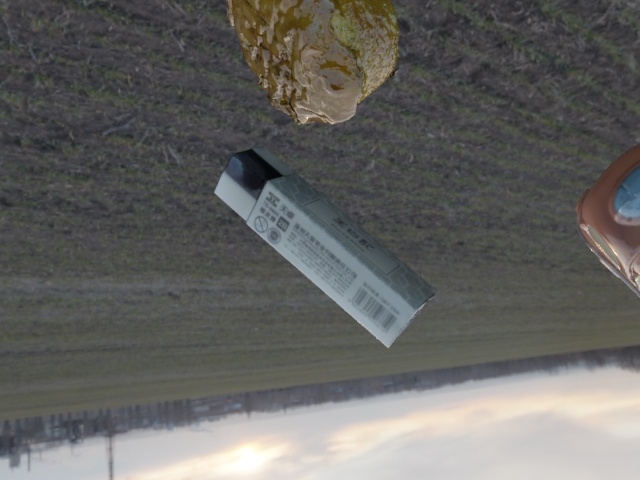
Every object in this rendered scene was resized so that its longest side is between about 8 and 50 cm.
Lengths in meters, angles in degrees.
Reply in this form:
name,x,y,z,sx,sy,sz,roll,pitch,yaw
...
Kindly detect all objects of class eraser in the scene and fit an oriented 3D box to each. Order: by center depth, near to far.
name,x,y,z,sx,sy,sz,roll,pitch,yaw
eraser,0.000,0.000,0.955,0.096,0.404,0.098,-25,151,-54

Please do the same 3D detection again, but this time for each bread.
name,x,y,z,sx,sy,sz,roll,pitch,yaw
bread,-0.030,-0.429,1.174,0.215,0.398,0.398,-35,173,-19

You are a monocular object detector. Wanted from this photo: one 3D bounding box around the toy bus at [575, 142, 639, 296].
name,x,y,z,sx,sy,sz,roll,pitch,yaw
toy bus,0.416,0.000,0.627,0.194,0.287,0.232,-46,148,23
